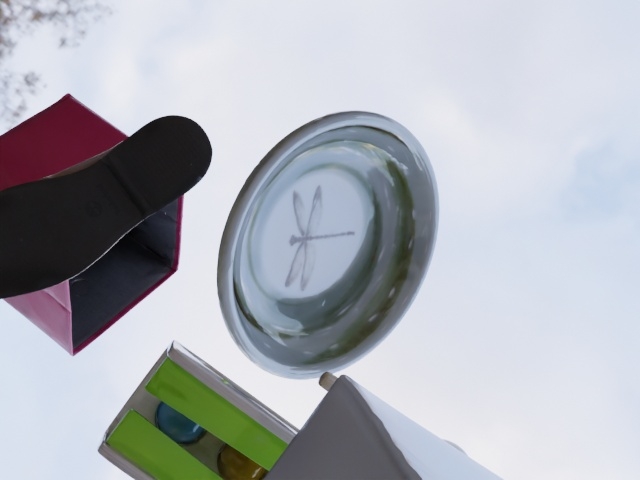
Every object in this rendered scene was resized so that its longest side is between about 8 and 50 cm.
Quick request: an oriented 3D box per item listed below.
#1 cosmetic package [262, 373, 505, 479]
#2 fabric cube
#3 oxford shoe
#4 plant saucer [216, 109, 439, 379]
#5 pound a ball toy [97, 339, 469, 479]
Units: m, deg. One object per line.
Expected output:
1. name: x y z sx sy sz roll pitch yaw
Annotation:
1. cosmetic package: 0.066 0.387 0.760 0.393 0.329 0.327 -54 -162 2
2. fabric cube: -0.398 -0.029 1.608 0.258 0.259 0.254 35 -128 18
3. oxford shoe: -0.176 -0.019 0.731 0.212 0.076 0.076 -28 -82 -9
4. plant saucer: 0.000 0.000 1.456 0.100 0.400 0.400 27 -95 46
5. pound a ball toy: -0.034 0.213 1.027 0.319 0.136 0.208 36 -96 -6
